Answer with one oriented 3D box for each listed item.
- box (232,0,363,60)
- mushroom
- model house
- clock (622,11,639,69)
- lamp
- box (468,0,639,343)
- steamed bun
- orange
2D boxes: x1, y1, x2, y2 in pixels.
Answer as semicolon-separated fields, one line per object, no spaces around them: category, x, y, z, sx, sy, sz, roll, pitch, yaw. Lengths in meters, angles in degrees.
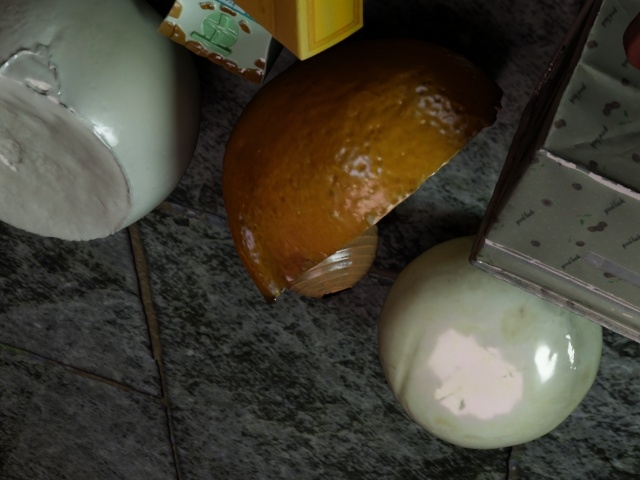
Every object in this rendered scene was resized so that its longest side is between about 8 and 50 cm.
box;-0.075;-0.300;1.314;0.274;0.076;0.174;43;155;30
mushroom;0.187;0.110;1.699;0.246;0.202;0.246;2;98;13
model house;-0.073;-0.246;1.472;0.127;0.100;0.149;27;144;-1
clock;0.373;-0.194;1.114;0.319;0.080;0.318;-15;170;-3
lamp;0.000;0.000;1.716;0.136;0.136;0.136;18;145;13
box;0.322;-0.047;1.356;0.297;0.225;0.190;26;147;-1
steamed bun;-0.277;-0.158;1.628;0.324;0.206;0.324;18;148;12
orange;0.033;-0.068;1.498;0.274;0.274;0.310;19;139;12
